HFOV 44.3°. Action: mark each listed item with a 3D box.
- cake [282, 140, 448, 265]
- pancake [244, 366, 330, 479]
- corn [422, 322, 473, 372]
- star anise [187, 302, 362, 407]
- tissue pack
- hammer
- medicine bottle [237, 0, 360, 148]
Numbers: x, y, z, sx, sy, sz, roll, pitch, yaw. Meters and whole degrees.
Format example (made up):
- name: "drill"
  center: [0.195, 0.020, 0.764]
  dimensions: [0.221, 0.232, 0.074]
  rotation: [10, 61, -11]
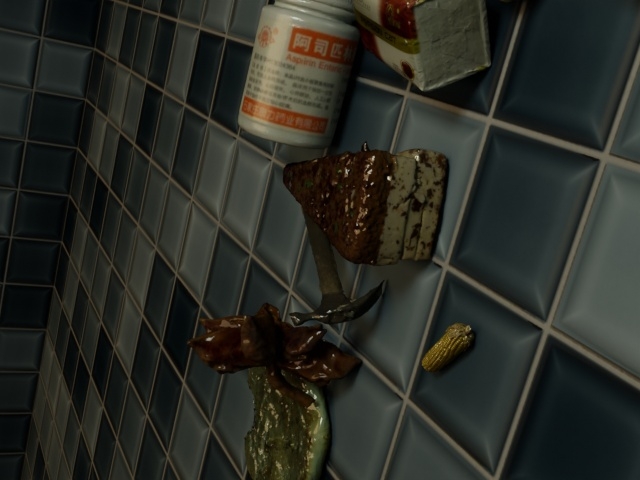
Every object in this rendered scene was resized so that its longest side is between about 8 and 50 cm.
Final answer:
- name: "cake"
  center: [0.039, -0.036, 0.958]
  dimensions: [0.246, 0.112, 0.135]
  rotation: [-3, 84, 60]
- name: "pancake"
  center: [-0.055, 0.266, 1.141]
  dimensions: [0.253, 0.037, 0.253]
  rotation: [-15, 73, 59]
- name: "corn"
  center: [0.136, 0.114, 0.839]
  dimensions: [0.083, 0.028, 0.027]
  rotation: [-53, 20, 42]
- name: "star anise"
  center: [-0.070, 0.136, 1.024]
  dimensions: [0.212, 0.196, 0.111]
  rotation: [23, 88, 40]
- name: "tissue pack"
  center: [0.106, -0.245, 0.862]
  dimensions: [0.149, 0.099, 0.106]
  rotation: [51, 161, 52]
- name: "hammer"
  center: [0.000, -0.001, 1.048]
  dimensions: [0.297, 0.125, 0.027]
  rotation: [-106, 10, -49]
- name: "medicine bottle"
  center: [-0.023, -0.261, 1.079]
  dimensions: [0.144, 0.144, 0.252]
  rotation: [35, 116, 57]
